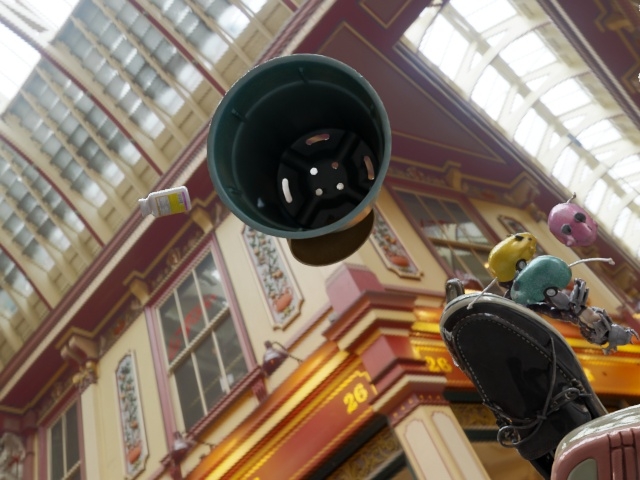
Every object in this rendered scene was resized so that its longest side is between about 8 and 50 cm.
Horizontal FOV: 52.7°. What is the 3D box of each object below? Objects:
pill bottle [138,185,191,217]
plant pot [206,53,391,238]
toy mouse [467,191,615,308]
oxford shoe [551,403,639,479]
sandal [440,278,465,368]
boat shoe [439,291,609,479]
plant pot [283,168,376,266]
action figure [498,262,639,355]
[{"bbox_3d":[-0.269,-0.065,1.116,0.083,0.043,0.043,-14,-47,-14],"label":"pill bottle"},{"bbox_3d":[-0.012,-0.155,1.322,0.341,0.341,0.334,-33,-11,6],"label":"plant pot"},{"bbox_3d":[0.220,0.008,0.622,0.031,0.143,0.161,44,-100,-17],"label":"toy mouse"},{"bbox_3d":[0.381,0.165,0.546,0.397,0.146,0.140,-6,-73,0],"label":"oxford shoe"},{"bbox_3d":[0.313,0.195,1.523,0.060,0.219,0.090,3,-20,-17],"label":"sandal"},{"bbox_3d":[0.399,0.297,1.149,0.187,0.156,0.500,-36,-82,23],"label":"boat shoe"},{"bbox_3d":[-0.018,-0.103,1.683,0.237,0.254,0.237,-17,-43,-17],"label":"plant pot"},{"bbox_3d":[0.493,0.135,1.286,0.099,0.285,0.185,-46,-45,-18],"label":"action figure"}]
